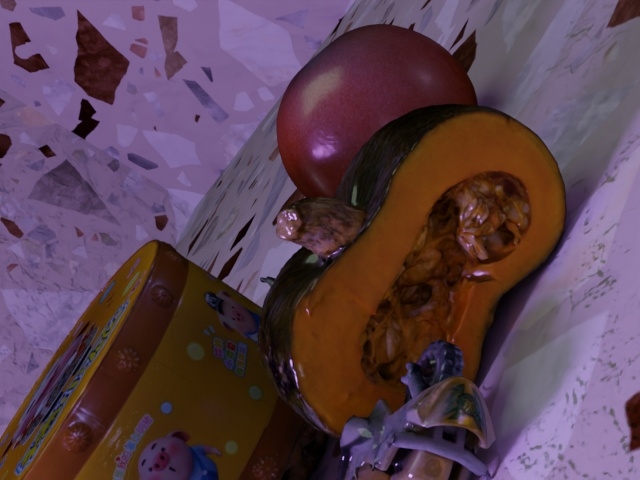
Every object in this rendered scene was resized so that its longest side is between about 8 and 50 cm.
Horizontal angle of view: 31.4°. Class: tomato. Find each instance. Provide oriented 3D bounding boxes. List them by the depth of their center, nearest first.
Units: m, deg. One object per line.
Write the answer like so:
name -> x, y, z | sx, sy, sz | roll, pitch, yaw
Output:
tomato -> 0.067, -0.146, 1.421 | 0.256, 0.224, 0.256 | -42, 11, 10

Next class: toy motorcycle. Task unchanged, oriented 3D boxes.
toy motorcycle -> 0.066, 0.188, 0.881 | 0.229, 0.094, 0.130 | -69, 16, -4

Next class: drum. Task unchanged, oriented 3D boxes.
drum -> -0.205, 0.222, 1.217 | 0.431, 0.214, 0.431 | -50, 13, 17

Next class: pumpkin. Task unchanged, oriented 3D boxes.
pumpkin -> 0.063, 0.018, 1.004 | 0.317, 0.222, 0.139 | -58, 11, 0

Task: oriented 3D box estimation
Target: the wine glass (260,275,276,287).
wine glass -> 0.000, 0.000, 1.600 | 0.183, 0.122, 0.122 | -60, 11, 4

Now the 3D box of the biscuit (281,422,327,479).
biscuit -> -0.075, 0.259, 1.310 | 0.289, 0.081, 0.334 | -39, 21, 47
